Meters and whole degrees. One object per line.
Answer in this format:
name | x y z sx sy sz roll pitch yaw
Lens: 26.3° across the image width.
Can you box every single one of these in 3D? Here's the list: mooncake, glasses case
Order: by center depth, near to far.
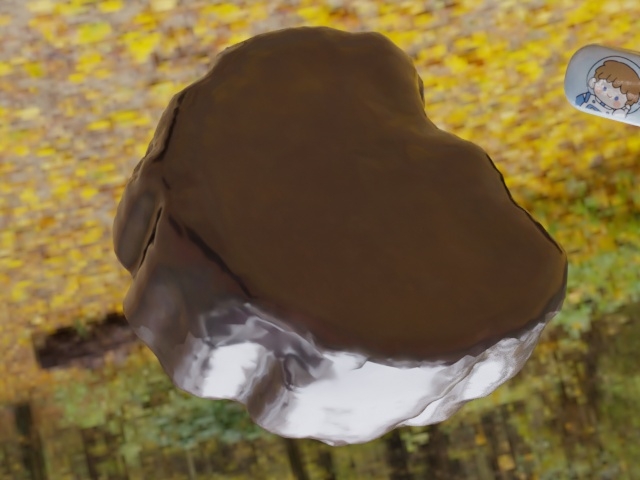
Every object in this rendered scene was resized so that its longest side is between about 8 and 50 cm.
mooncake | 0.000 0.000 1.219 0.350 0.381 0.212 1 142 -25
glasses case | 0.322 -0.142 1.311 0.178 0.067 0.045 16 -161 14
